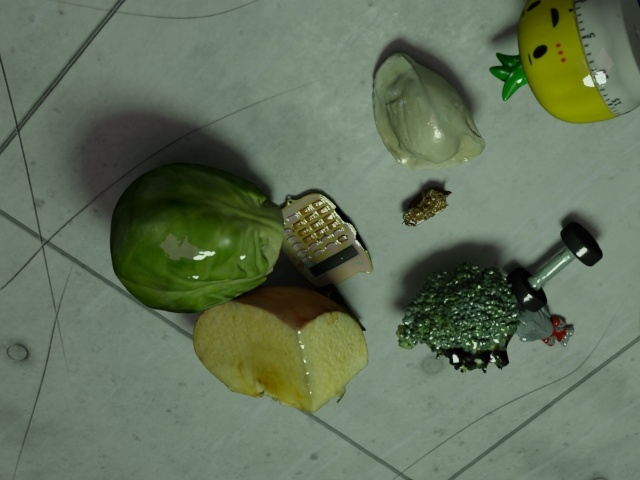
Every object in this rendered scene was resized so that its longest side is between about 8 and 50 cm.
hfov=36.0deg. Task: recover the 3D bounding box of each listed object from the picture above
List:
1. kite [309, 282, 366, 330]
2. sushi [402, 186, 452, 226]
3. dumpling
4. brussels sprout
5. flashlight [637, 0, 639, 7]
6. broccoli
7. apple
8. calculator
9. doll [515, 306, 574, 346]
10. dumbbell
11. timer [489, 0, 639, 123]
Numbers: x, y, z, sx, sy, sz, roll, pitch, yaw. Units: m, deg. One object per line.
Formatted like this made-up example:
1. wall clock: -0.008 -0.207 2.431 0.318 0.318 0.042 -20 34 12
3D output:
1. kite: -0.005 0.147 2.132 0.232 0.009 0.189 19 136 -2
2. sushi: 0.216 -0.068 1.995 0.061 0.060 0.118 34 115 -15
3. dumpling: 0.183 -0.228 1.861 0.252 0.131 0.179 46 134 -14
4. brussels sprout: -0.232 -0.008 1.893 0.354 0.281 0.289 1 141 -29
5. flashlight: 0.574 -0.420 1.793 0.057 0.035 0.121 -33 126 -13
6. broccoli: 0.299 0.182 2.067 0.263 0.247 0.243 -37 160 5
7. apple: -0.091 0.212 2.032 0.314 0.309 0.252 28 81 -52
8. calculator: 0.000 0.000 2.053 0.157 0.033 0.236 -28 117 17
9. doll: 0.483 0.189 2.161 0.180 0.079 0.094 21 106 -28
10. dumbbell: 0.486 0.056 2.056 0.100 0.100 0.191 36 115 -21
11. timer: 0.424 -0.323 1.733 0.285 0.285 0.285 -1 123 -1
